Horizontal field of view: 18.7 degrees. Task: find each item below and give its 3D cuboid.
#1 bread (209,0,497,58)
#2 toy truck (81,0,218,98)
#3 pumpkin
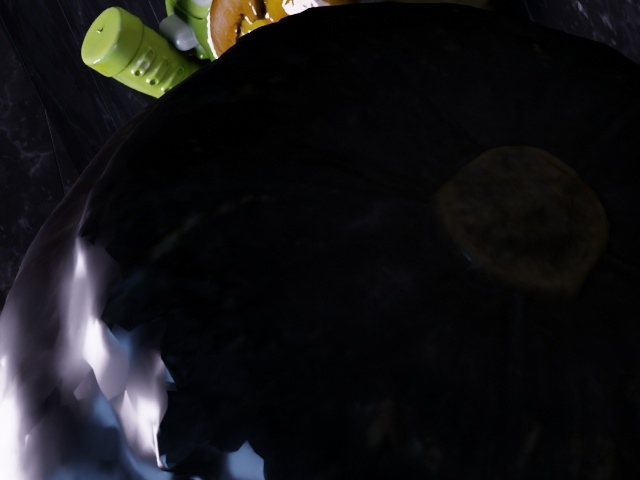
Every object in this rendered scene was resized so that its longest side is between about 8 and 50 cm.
[{"bbox_3d":[0.013,-0.164,1.392,0.204,0.156,0.288,57,164,6],"label":"bread"},{"bbox_3d":[-0.071,-0.167,1.615,0.187,0.210,0.148,49,175,-37],"label":"toy truck"},{"bbox_3d":[0.054,0.089,0.974,0.454,0.454,0.344,53,148,30],"label":"pumpkin"}]
